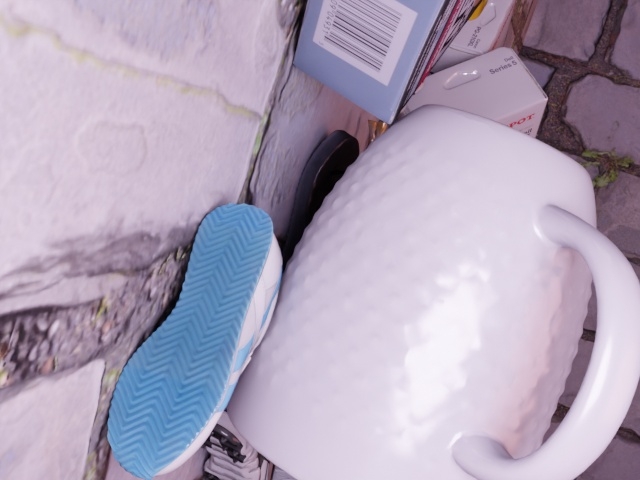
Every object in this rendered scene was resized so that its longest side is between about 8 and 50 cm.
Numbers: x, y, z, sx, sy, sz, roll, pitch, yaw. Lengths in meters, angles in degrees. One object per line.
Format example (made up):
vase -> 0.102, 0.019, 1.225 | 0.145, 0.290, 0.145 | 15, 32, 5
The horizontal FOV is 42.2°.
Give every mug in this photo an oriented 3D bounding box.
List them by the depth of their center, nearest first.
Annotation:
mug -> 0.122, 0.068, 0.721 | 0.374, 0.276, 0.328 | 28, -86, 63

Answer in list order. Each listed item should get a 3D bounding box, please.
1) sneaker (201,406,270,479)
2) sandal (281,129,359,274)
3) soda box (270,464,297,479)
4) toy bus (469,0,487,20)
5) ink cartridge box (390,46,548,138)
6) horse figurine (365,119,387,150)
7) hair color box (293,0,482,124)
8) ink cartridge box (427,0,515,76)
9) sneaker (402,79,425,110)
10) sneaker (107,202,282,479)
sneaker -> -0.081, 0.218, 0.924 | 0.106, 0.078, 0.234 | -58, 161, -32
sandal -> 0.000, 0.000, 0.945 | 0.097, 0.054, 0.254 | -6, 116, -65
soda box -> -0.003, 0.223, 1.052 | 0.286, 0.091, 0.098 | -80, -178, -58
toy bus -> 0.184, -0.379, 1.033 | 0.202, 0.104, 0.191 | 6, 104, -77
ink cartridge box -> 0.217, -0.144, 1.292 | 0.198, 0.114, 0.273 | -23, 154, -9
horse figurine -> 0.064, -0.067, 1.106 | 0.263, 0.066, 0.174 | -6, 114, -74
hair color box -> 0.130, -0.303, 0.755 | 0.374, 0.114, 0.185 | -55, 174, -28
ink cartridge box -> 0.238, -0.295, 1.378 | 0.237, 0.100, 0.172 | 89, 25, -59
sneaker -> 0.119, -0.221, 1.150 | 0.043, 0.040, 0.109 | 91, 23, -50
sneaker -> -0.089, 0.087, 0.674 | 0.092, 0.087, 0.228 | 71, 42, -62
